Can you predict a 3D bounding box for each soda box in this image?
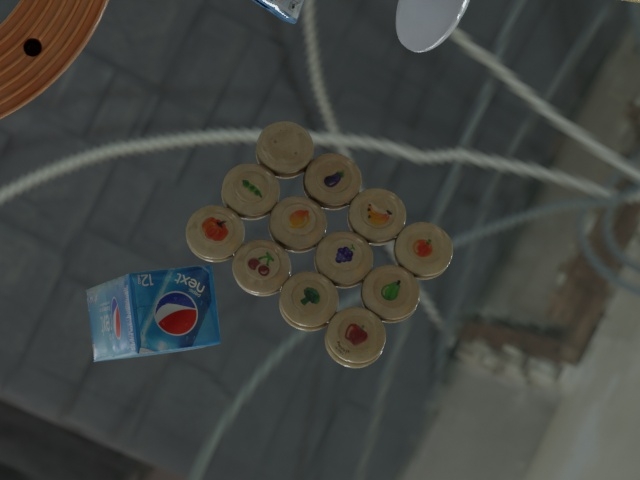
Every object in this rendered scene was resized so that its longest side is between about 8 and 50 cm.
[{"bbox_3d":[-0.144,0.063,1.569,0.210,0.071,0.067,165,-82,-73],"label":"soda box"}]

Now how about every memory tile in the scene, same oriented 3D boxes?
[{"bbox_3d":[0.000,0.000,1.165,0.113,0.148,0.012,-50,169,-22],"label":"memory tile"}]

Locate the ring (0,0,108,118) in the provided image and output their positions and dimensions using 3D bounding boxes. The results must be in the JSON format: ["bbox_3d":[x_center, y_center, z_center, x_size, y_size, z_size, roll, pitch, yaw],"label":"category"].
[{"bbox_3d":[-0.315,-0.240,1.391,0.336,0.337,0.032,-64,-174,-1],"label":"ring"}]

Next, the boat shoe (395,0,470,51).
[{"bbox_3d":[0.100,-0.199,1.347,0.040,0.049,0.142,-22,144,-54],"label":"boat shoe"}]

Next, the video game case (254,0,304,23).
[{"bbox_3d":[-0.038,-0.248,1.463,0.166,0.015,0.119,22,86,-66],"label":"video game case"}]

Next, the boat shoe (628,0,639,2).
[{"bbox_3d":[0.206,-0.209,1.390,0.072,0.190,0.068,-87,-178,-60],"label":"boat shoe"}]
